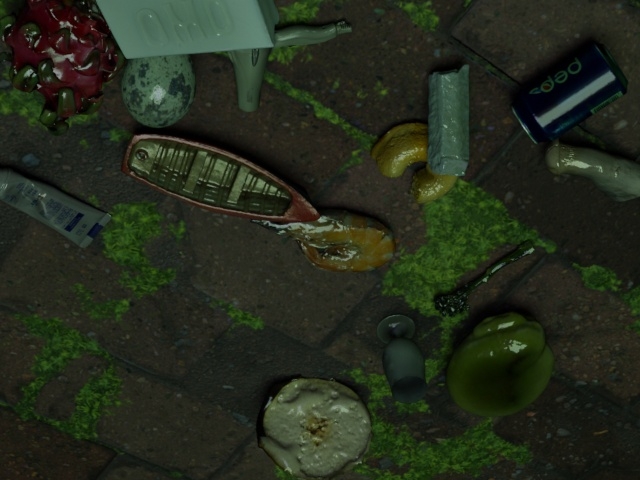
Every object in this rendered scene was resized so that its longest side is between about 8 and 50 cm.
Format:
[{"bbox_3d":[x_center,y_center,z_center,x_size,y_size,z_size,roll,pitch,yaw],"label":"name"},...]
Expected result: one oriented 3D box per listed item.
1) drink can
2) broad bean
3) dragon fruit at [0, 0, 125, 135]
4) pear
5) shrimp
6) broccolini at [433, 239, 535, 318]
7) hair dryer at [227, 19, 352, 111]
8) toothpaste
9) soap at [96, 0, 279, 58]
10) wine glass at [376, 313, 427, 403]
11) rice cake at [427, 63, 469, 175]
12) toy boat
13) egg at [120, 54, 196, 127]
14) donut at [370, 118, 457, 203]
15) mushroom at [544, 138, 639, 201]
[{"bbox_3d":[0.461,-0.272,1.924,0.205,0.118,0.118,-34,122,16],"label":"drink can"},{"bbox_3d":[0.406,0.281,2.310,0.238,0.119,0.291,13,124,-15],"label":"broad bean"},{"bbox_3d":[-0.429,-0.308,1.765,0.198,0.218,0.273,6,136,29],"label":"dragon fruit"},{"bbox_3d":[-0.020,0.453,2.362,0.266,0.267,0.178,1,149,-7],"label":"pear"},{"bbox_3d":[0.000,0.000,2.106,0.316,0.062,0.164,12,129,-14],"label":"shrimp"},{"bbox_3d":[0.353,0.089,2.210,0.254,0.058,0.071,-35,164,21],"label":"broccolini"},{"bbox_3d":[-0.081,-0.325,1.870,0.224,0.088,0.219,6,133,-29],"label":"hair dryer"},{"bbox_3d":[-0.542,-0.073,2.005,0.266,0.061,0.096,30,116,-32],"label":"toothpaste"},{"bbox_3d":[-0.215,-0.385,1.687,0.265,0.088,0.160,-2,145,14],"label":"soap"},{"bbox_3d":[0.176,0.254,2.215,0.093,0.202,0.093,-3,127,-4],"label":"wine glass"},{"bbox_3d":[0.237,-0.221,1.922,0.069,0.063,0.207,-6,98,-26],"label":"rice cake"},{"bbox_3d":[-0.184,-0.119,1.987,0.392,0.079,0.136,17,120,-16],"label":"toy boat"},{"bbox_3d":[-0.285,-0.284,1.828,0.132,0.132,0.172,8,107,-11],"label":"egg"},{"bbox_3d":[0.198,-0.151,2.009,0.146,0.078,0.181,-36,124,19],"label":"donut"},{"bbox_3d":[0.544,-0.142,2.047,0.223,0.092,0.081,16,79,-21],"label":"mushroom"}]
